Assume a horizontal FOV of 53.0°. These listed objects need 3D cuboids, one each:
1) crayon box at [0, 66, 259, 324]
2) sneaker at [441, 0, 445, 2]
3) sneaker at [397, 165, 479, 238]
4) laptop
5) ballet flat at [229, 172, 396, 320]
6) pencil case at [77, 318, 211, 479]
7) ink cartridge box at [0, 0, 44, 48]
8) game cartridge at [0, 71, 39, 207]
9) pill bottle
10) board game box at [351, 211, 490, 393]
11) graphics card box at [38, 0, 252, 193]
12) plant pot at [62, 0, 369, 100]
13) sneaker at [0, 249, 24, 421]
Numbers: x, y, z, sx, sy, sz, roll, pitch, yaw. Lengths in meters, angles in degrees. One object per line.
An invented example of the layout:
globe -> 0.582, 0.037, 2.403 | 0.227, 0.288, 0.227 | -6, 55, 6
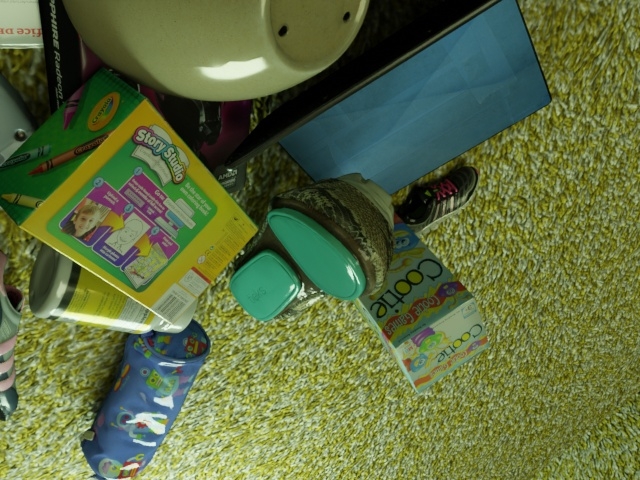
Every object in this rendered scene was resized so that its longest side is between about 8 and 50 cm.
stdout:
crayon box -> -0.198, -0.033, 0.711 | 0.165, 0.081, 0.278 | -48, 148, -8
sneaker -> 0.231, -0.372, 0.846 | 0.086, 0.132, 0.228 | -39, 138, -26
sneaker -> 0.203, -0.074, 1.123 | 0.170, 0.063, 0.075 | -40, 141, 10
laptop -> 0.131, -0.151, 0.843 | 0.382, 0.408, 0.236 | -30, 105, 14
ballet flat -> 0.000, 0.000, 0.877 | 0.182, 0.164, 0.483 | -41, -178, -23
pencil case -> -0.297, 0.259, 1.060 | 0.133, 0.119, 0.306 | 17, 115, -31
ink cartridge box -> -0.321, -0.281, 0.657 | 0.109, 0.063, 0.150 | -8, 128, -26
game cartridge -> -0.449, -0.144, 0.701 | 0.196, 0.060, 0.294 | -33, 135, 2
pill bottle -> -0.289, 0.068, 0.913 | 0.209, 0.119, 0.119 | 18, 114, -39
board game box -> 0.131, 0.084, 1.059 | 0.144, 0.275, 0.142 | -33, 134, -4
graphics card box -> -0.188, -0.202, 0.734 | 0.233, 0.094, 0.370 | -24, 138, -40
plant pot -> -0.064, -0.247, 0.589 | 0.284, 0.191, 0.284 | -33, 140, -33
sneaker -> -0.452, 0.139, 0.889 | 0.131, 0.112, 0.319 | -58, 171, -40
